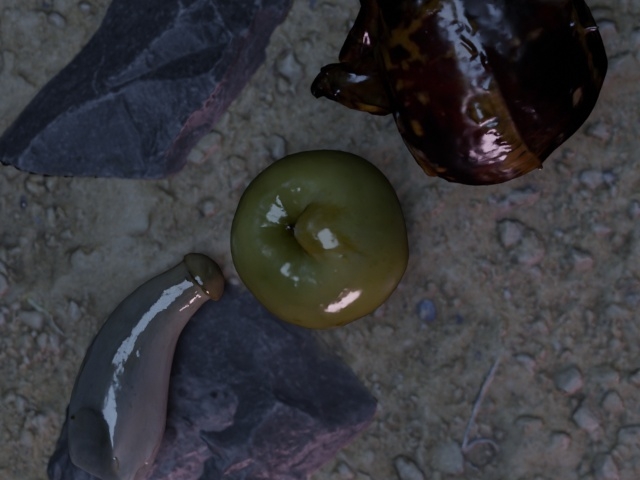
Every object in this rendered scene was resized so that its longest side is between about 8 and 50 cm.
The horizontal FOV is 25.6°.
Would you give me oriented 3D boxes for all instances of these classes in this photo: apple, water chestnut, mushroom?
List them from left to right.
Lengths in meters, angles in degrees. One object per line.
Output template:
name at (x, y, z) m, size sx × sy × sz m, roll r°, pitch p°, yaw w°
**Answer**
mushroom at (-0.200, 0.131, 1.557) m, size 0.118 × 0.103 × 0.270 m, roll 23°, pitch 95°, yaw 12°
apple at (0.000, 0.000, 1.444) m, size 0.200 × 0.200 × 0.200 m, roll 1°, pitch 96°, yaw 14°
water chestnut at (0.123, -0.181, 1.339) m, size 0.300 × 0.300 × 0.300 m, roll 1°, pitch 96°, yaw 14°
